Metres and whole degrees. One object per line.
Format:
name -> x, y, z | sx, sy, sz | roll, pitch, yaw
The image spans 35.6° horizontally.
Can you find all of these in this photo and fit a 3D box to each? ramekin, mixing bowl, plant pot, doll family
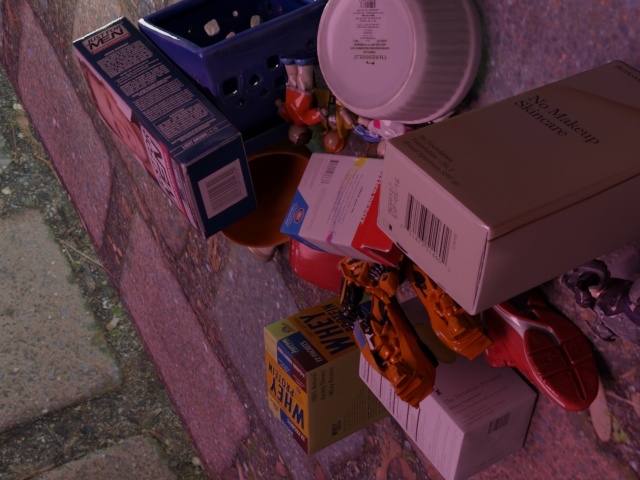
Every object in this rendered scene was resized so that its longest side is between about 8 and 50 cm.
ramekin -> 0.090, -0.248, 1.263 | 0.207, 0.109, 0.207 | 12, 107, 43
mixing bowl -> 0.000, 0.000, 1.625 | 0.181, 0.098, 0.181 | -178, 90, -86
plant pot -> -0.111, -0.124, 1.747 | 0.188, 0.205, 0.205 | -115, 21, -47
doll family -> 0.058, -0.189, 1.473 | 0.263, 0.118, 0.163 | 16, 119, 37
plant pot -> -0.121, -0.275, 1.596 | 0.236, 0.236, 0.212 | 36, 146, 48

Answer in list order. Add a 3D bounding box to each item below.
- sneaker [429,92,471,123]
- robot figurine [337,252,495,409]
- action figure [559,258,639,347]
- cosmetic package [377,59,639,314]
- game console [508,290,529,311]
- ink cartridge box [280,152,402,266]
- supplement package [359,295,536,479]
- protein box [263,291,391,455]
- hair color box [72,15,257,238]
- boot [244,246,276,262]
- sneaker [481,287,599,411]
sneaker -> 0.169, -0.179, 1.328 | 0.044, 0.040, 0.109 | 59, 161, -18
robot figurine -> 0.120, 0.082, 1.398 | 0.085, 0.211, 0.291 | 39, -165, -40
action figure -> 0.347, 0.065, 1.030 | 0.185, 0.099, 0.285 | 28, 158, -3
cosmetic package -> 0.227, -0.061, 0.986 | 0.160, 0.309, 0.113 | 45, 146, 38
game console -> 0.250, 0.009, 1.282 | 0.122, 0.107, 0.071 | 46, -178, 37
ink cartridge box -> 0.062, -0.044, 1.410 | 0.231, 0.078, 0.134 | 12, 76, 49
supplement package -> 0.180, 0.213, 1.477 | 0.244, 0.139, 0.134 | 47, 148, 37
protein box -> 0.025, 0.221, 1.710 | 0.136, 0.201, 0.200 | 42, 144, 43
hair color box -> -0.243, -0.179, 1.546 | 0.347, 0.105, 0.174 | 46, 159, 33
boot -> -0.135, -0.071, 1.946 | 0.213, 0.077, 0.165 | 59, 155, 12
sneaker -> 0.285, 0.153, 1.319 | 0.128, 0.087, 0.221 | 88, 161, -51
